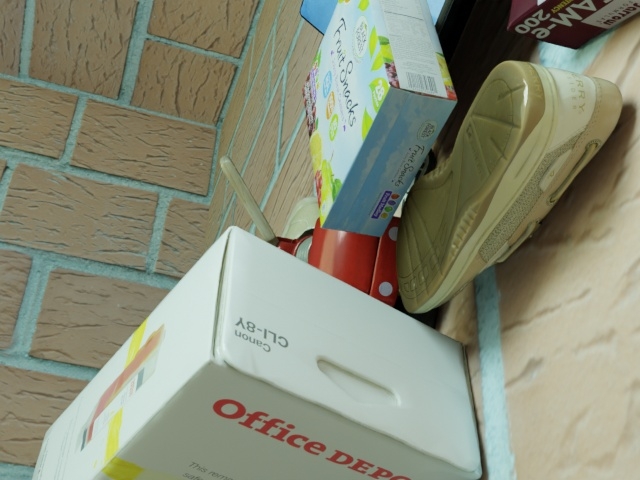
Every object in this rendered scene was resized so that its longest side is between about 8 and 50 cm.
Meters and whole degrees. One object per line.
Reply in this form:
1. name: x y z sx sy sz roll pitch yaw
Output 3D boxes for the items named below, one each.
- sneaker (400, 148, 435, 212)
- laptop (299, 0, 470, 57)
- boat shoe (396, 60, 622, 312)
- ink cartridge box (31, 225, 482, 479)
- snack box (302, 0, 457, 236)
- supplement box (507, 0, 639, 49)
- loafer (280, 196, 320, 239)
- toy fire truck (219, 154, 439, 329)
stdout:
1. sneaker: 0.109 -0.066 1.078 0.044 0.040 0.109 128 152 -66
2. laptop: 0.070 -0.325 1.011 0.408 0.236 0.382 -58 -10 -56
3. boat shoe: 0.145 -0.029 0.771 0.302 0.098 0.109 115 151 -52
4. ink cartridge box: -0.075 0.202 0.876 0.384 0.279 0.160 -45 29 35
5. snack box: 0.047 -0.138 0.858 0.174 0.070 0.207 117 154 -44
6. supplement box: 0.224 -0.290 0.730 0.130 0.073 0.239 157 124 -76
7. loafer: -0.046 0.060 1.480 0.092 0.102 0.268 -96 23 -70
8. toy fire truck: 0.000 0.000 1.016 0.217 0.246 0.158 163 118 -76
